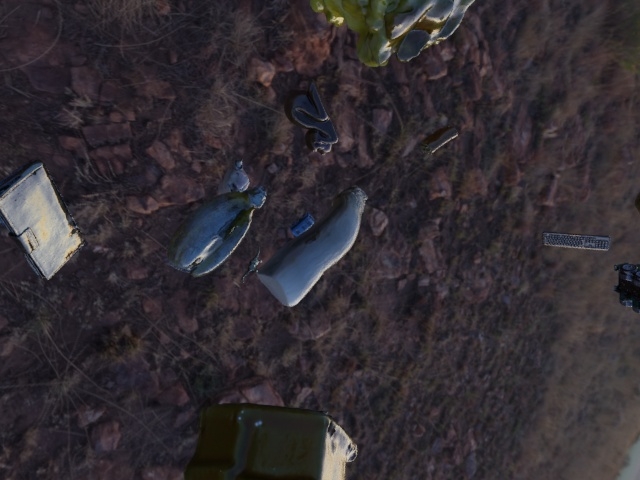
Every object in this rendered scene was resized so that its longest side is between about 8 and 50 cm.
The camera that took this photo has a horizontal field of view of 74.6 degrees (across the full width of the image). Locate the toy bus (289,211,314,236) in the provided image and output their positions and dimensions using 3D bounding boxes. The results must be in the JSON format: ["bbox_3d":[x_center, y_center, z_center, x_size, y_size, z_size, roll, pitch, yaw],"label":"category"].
[{"bbox_3d":[-0.060,-0.052,1.396,0.083,0.046,0.038,-39,119,8],"label":"toy bus"}]

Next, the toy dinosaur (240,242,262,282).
[{"bbox_3d":[-0.262,0.091,1.676,0.037,0.058,0.180,69,36,-44],"label":"toy dinosaur"}]

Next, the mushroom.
[{"bbox_3d":[0.001,-0.001,1.177,0.397,0.177,0.126,-42,125,-12],"label":"mushroom"}]

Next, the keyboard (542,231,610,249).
[{"bbox_3d":[0.680,0.001,1.123,0.010,0.155,0.053,-60,140,-34],"label":"keyboard"}]

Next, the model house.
[{"bbox_3d":[-0.074,0.391,0.646,0.173,0.268,0.239,89,5,-45],"label":"model house"}]

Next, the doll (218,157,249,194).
[{"bbox_3d":[-0.334,-0.217,1.619,0.095,0.192,0.149,13,71,-23],"label":"doll"}]

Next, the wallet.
[{"bbox_3d":[-0.745,-0.048,1.121,0.317,0.044,0.169,96,15,-49],"label":"wallet"}]

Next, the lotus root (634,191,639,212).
[{"bbox_3d":[0.542,-0.069,0.581,0.090,0.183,0.077,46,59,0],"label":"lotus root"}]

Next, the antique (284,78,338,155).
[{"bbox_3d":[-0.031,-0.427,1.509,0.143,0.121,0.257,-23,126,15],"label":"antique"}]

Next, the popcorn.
[{"bbox_3d":[0.122,-0.414,0.662,0.293,0.237,0.293,-43,169,-10],"label":"popcorn"}]

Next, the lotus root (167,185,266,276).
[{"bbox_3d":[-0.283,-0.040,1.163,0.322,0.140,0.158,-47,134,-4],"label":"lotus root"}]

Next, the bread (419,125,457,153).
[{"bbox_3d":[0.280,-0.239,0.999,0.083,0.047,0.036,-35,113,-7],"label":"bread"}]

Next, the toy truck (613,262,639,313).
[{"bbox_3d":[0.833,0.124,1.015,0.116,0.216,0.110,-21,114,-6],"label":"toy truck"}]
